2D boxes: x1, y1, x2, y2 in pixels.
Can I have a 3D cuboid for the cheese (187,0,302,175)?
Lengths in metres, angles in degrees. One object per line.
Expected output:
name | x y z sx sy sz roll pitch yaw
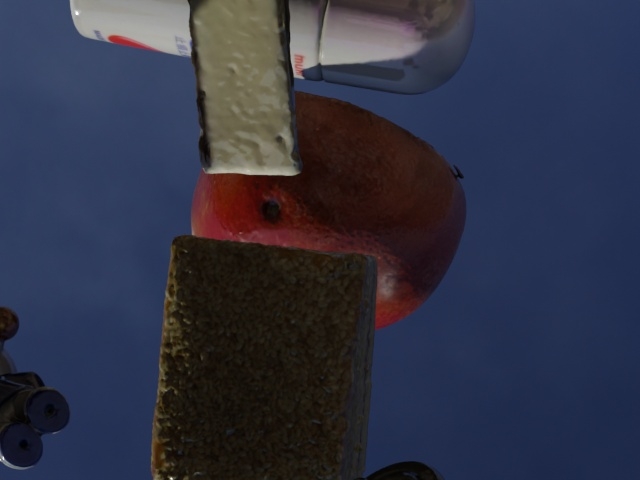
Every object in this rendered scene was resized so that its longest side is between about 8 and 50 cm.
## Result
cheese | -0.064 -0.236 1.071 0.085 0.400 0.034 0 -158 13

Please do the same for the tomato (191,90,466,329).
tomato | 0.001 0.004 1.731 0.338 0.338 0.143 7 -138 2

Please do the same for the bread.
bread | -0.048 0.117 1.299 0.184 0.234 0.110 5 176 16

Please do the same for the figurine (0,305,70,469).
figurine | -0.346 0.163 1.543 0.274 0.133 0.194 -13 -135 38

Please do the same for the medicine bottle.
medicine bottle | -0.035 -0.209 1.286 0.341 0.130 0.130 11 -141 7

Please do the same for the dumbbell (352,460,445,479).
dumbbell | 0.097 0.274 1.145 0.110 0.254 0.110 -31 -157 15
